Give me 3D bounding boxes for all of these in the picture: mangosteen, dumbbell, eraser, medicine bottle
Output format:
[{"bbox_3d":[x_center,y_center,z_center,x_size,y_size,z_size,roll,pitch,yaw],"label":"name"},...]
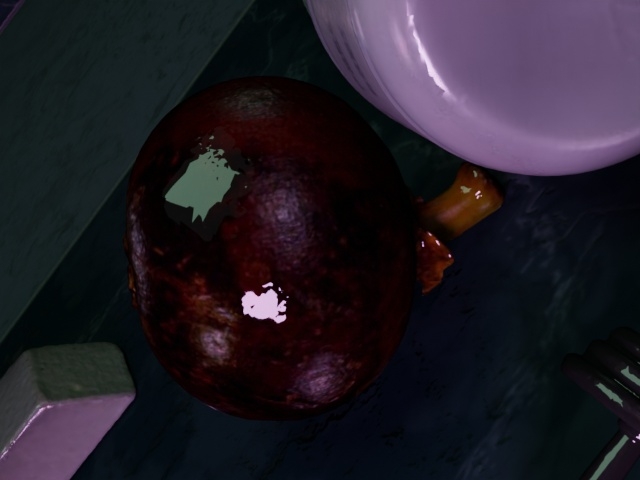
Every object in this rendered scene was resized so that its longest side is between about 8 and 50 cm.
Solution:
[{"bbox_3d":[0.000,0.000,0.864,0.261,0.236,0.235,-9,34,-5],"label":"mangosteen"},{"bbox_3d":[0.130,0.118,0.609,0.208,0.099,0.099,-54,28,3],"label":"dumbbell"},{"bbox_3d":[-0.311,0.234,1.185,0.352,0.077,0.111,-51,31,6],"label":"eraser"},{"bbox_3d":[0.107,-0.184,0.818,0.245,0.245,0.306,-53,20,4],"label":"medicine bottle"}]
